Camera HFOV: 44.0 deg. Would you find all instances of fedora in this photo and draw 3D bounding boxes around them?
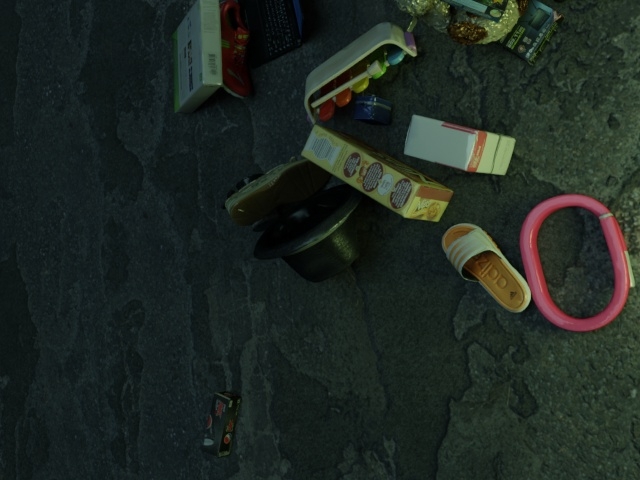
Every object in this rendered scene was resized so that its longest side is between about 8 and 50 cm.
[{"bbox_3d":[0.000,0.000,1.898,0.334,0.334,0.152,-25,108,29],"label":"fedora"}]

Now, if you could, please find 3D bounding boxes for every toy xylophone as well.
[{"bbox_3d":[0.076,-0.389,1.872,0.323,0.081,0.236,-27,31,29],"label":"toy xylophone"}]

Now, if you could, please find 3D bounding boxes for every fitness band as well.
[{"bbox_3d":[0.530,0.045,1.652,0.209,0.054,0.290,-18,78,31],"label":"fitness band"}]

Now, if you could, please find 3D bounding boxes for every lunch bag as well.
[{"bbox_3d":[0.123,-0.316,1.899,0.067,0.098,0.065,9,91,38],"label":"lunch bag"}]

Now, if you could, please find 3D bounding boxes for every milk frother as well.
[{"bbox_3d":[-0.187,-0.083,2.103,0.143,0.129,0.134,119,133,-67],"label":"milk frother"}]

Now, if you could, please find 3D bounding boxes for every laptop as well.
[{"bbox_3d":[-0.135,-0.614,2.054,0.264,0.136,0.234,-18,78,31],"label":"laptop"}]

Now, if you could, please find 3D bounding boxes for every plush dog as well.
[{"bbox_3d":[0.320,-0.501,1.710,0.262,0.210,0.225,-39,53,-14],"label":"plush dog"}]

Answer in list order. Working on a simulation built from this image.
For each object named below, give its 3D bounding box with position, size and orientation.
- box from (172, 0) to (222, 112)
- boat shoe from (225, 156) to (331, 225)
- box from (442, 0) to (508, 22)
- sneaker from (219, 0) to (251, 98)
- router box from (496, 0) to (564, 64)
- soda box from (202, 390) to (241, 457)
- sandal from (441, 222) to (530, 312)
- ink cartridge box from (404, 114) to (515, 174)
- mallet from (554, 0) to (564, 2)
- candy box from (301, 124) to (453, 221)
[{"bbox_3d":[-0.336,-0.490,2.129,0.322,0.058,0.232,170,99,-65],"label":"box"},{"bbox_3d":[-0.109,-0.141,1.992,0.285,0.104,0.089,-26,34,-9],"label":"boat shoe"},{"bbox_3d":[0.332,-0.578,1.630,0.159,0.044,0.233,21,72,2],"label":"box"},{"bbox_3d":[-0.235,-0.518,2.122,0.118,0.107,0.279,-25,75,40],"label":"sneaker"},{"bbox_3d":[0.457,-0.459,1.726,0.092,0.038,0.122,41,109,28],"label":"router box"},{"bbox_3d":[-0.268,0.498,2.146,0.060,0.053,0.169,15,96,32],"label":"soda box"},{"bbox_3d":[0.352,0.051,1.731,0.265,0.076,0.102,49,115,37],"label":"sandal"},{"bbox_3d":[0.303,-0.205,1.709,0.159,0.218,0.092,20,105,32],"label":"ink cartridge box"},{"bbox_3d":[0.572,-0.556,1.663,0.190,0.062,0.039,-21,78,15],"label":"mallet"},{"bbox_3d":[0.131,-0.156,1.838,0.316,0.183,0.087,34,107,29],"label":"candy box"}]
